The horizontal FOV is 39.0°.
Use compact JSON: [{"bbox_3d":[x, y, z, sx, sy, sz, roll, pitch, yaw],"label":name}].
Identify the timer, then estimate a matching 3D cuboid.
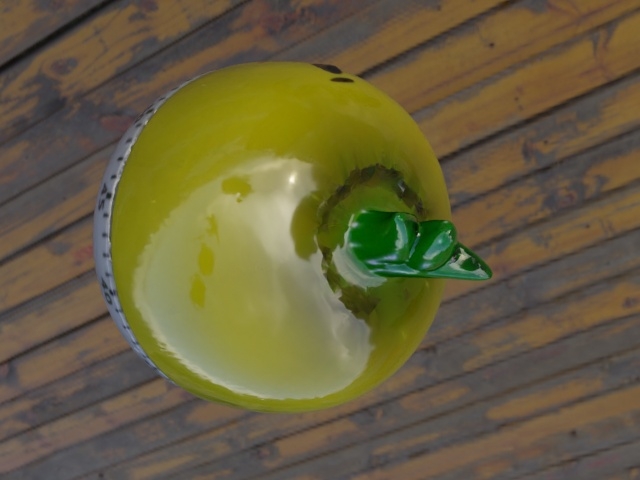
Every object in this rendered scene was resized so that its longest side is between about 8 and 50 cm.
[{"bbox_3d":[0.000,0.000,0.638,0.285,0.285,0.285,2,132,2],"label":"timer"}]
